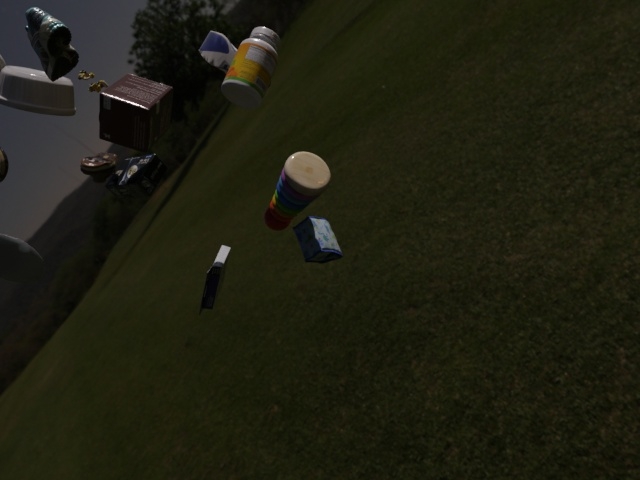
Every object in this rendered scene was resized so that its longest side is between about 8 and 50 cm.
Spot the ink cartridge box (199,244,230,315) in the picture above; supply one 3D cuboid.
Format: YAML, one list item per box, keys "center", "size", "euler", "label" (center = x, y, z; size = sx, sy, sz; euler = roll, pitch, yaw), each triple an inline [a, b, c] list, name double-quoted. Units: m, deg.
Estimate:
- center: [-0.431, 0.166, 2.170]
  size: [0.224, 0.045, 0.223]
  euler: [-78, 5, -61]
  label: "ink cartridge box"

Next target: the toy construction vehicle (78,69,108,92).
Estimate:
- center: [-0.786, -0.541, 1.816]
  size: [0.098, 0.086, 0.035]
  euler: [9, 63, 33]
  label: "toy construction vehicle"

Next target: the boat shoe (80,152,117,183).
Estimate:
- center: [-0.768, -0.244, 1.852]
  size: [0.257, 0.095, 0.095]
  euler: [-98, 17, -74]
  label: "boat shoe"

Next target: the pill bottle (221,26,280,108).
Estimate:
- center: [-0.219, -0.568, 1.730]
  size: [0.136, 0.136, 0.245]
  euler: [-15, 52, 61]
  label: "pill bottle"

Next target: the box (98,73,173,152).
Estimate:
- center: [-0.618, -0.430, 1.779]
  size: [0.203, 0.167, 0.168]
  euler: [-75, 3, -52]
  label: "box"

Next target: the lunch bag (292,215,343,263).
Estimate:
- center: [0.000, 0.000, 1.674]
  size: [0.096, 0.128, 0.151]
  euler: [-33, -21, 34]
  label: "lunch bag"

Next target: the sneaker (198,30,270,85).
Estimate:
- center: [-0.322, -0.681, 2.098]
  size: [0.127, 0.316, 0.182]
  euler: [-57, -11, -3]
  label: "sneaker"

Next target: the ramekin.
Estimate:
- center: [-1.037, -0.550, 1.933]
  size: [0.273, 0.273, 0.127]
  euler: [-111, 34, -71]
  label: "ramekin"

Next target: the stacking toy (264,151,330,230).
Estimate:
- center: [-0.096, -0.128, 1.615]
  size: [0.330, 0.141, 0.141]
  euler: [-46, 13, 54]
  label: "stacking toy"

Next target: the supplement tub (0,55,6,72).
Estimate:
- center: [-1.419, -0.689, 2.091]
  size: [0.272, 0.191, 0.191]
  euler: [-41, 13, -23]
  label: "supplement tub"

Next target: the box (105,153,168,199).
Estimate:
- center: [-0.681, -0.235, 1.959]
  size: [0.180, 0.077, 0.147]
  euler: [0, 53, 33]
  label: "box"

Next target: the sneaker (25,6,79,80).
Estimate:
- center: [-0.815, -0.593, 1.593]
  size: [0.110, 0.122, 0.283]
  euler: [-48, 5, -27]
  label: "sneaker"

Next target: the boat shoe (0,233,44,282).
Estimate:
- center: [-0.886, 0.027, 1.377]
  size: [0.105, 0.306, 0.113]
  euler: [-2, 70, 52]
  label: "boat shoe"

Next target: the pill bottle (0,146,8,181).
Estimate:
- center: [-0.991, -0.210, 1.450]
  size: [0.123, 0.123, 0.219]
  euler: [-43, -7, 19]
  label: "pill bottle"
